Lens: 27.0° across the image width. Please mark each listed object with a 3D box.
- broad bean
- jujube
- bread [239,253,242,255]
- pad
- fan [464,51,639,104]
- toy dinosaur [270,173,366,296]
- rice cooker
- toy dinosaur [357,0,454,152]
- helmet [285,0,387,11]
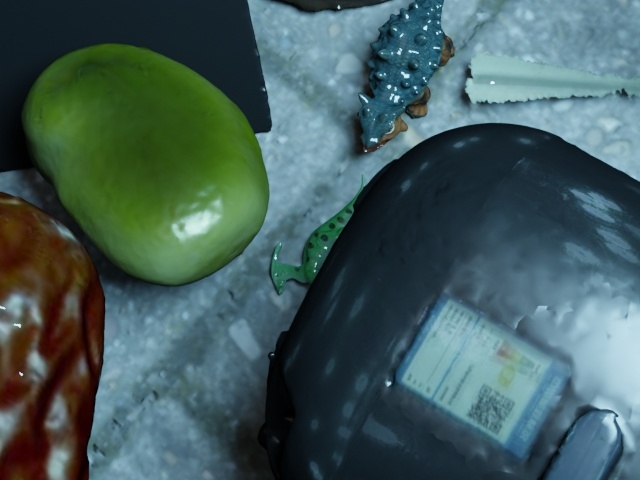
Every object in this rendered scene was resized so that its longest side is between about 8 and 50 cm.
[{"bbox_3d":[-0.106,-0.050,0.803,0.124,0.082,0.174,-41,70,-19],"label":"broad bean"},{"bbox_3d":[-0.233,0.127,0.744,0.223,0.223,0.318,13,69,11],"label":"jujube"},{"bbox_3d":[-0.085,-0.013,0.843,0.083,0.036,0.047,-1,82,6],"label":"bread"},{"bbox_3d":[-0.194,-0.139,0.842,0.300,0.005,0.202,-9,115,6],"label":"pad"},{"bbox_3d":[0.297,-0.081,0.820,0.415,0.012,0.233,10,74,8],"label":"fan"},{"bbox_3d":[0.000,0.000,0.836,0.062,0.021,0.083,0,75,21],"label":"toy dinosaur"},{"bbox_3d":[0.103,0.079,0.680,0.224,0.267,0.267,29,80,16],"label":"rice cooker"},{"bbox_3d":[0.057,-0.124,0.845,0.049,0.055,0.154,20,82,15],"label":"toy dinosaur"},{"bbox_3d":[-0.016,-0.312,0.848,0.225,0.177,0.305,-31,71,-4],"label":"helmet"}]
